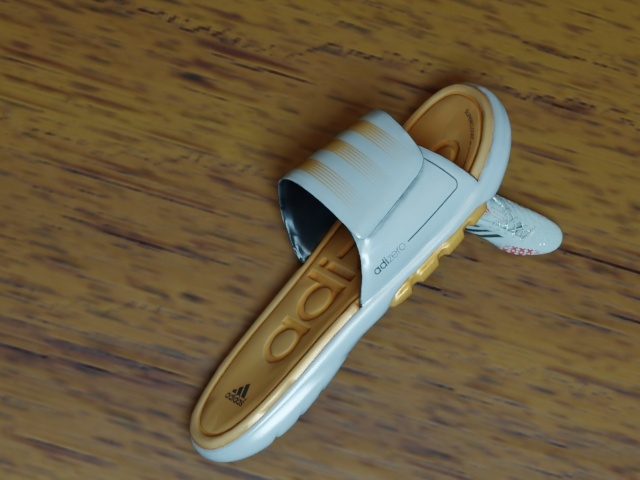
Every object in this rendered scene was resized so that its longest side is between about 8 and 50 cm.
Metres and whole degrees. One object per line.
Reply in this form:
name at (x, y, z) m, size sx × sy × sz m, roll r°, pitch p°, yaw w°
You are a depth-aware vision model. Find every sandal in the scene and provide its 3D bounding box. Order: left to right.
sandal at (0.005, 0.003, 0.996) m, size 0.265 × 0.102 × 0.076 m, roll -52°, pitch 122°, yaw -12°

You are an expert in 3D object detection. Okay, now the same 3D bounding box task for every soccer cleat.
soccer cleat at (0.102, -0.013, 1.050) m, size 0.083 × 0.035 × 0.029 m, roll 20°, pitch 76°, yaw 0°
